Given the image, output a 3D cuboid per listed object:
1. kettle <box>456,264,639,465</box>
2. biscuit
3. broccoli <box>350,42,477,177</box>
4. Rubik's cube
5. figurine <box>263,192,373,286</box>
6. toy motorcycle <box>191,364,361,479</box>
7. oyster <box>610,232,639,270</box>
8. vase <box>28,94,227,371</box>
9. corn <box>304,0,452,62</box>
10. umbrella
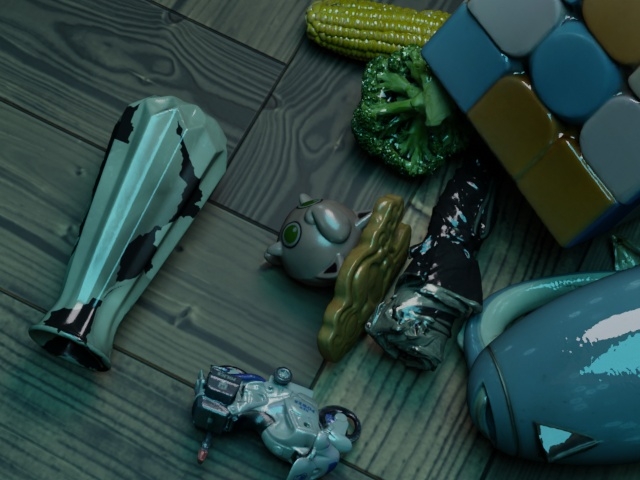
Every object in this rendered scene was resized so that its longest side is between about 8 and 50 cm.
[{"bbox_3d":[0.344,0.150,1.903,0.342,0.247,0.319,-14,35,-4],"label":"kettle"},{"bbox_3d":[0.060,0.053,1.941,0.040,0.144,0.236,12,60,27],"label":"biscuit"},{"bbox_3d":[0.137,-0.180,2.061,0.195,0.156,0.195,1,89,-29],"label":"broccoli"},{"bbox_3d":[0.411,-0.246,1.946,0.347,0.344,0.346,-23,73,-46],"label":"Rubik's cube"},{"bbox_3d":[0.000,0.000,1.969,0.138,0.125,0.125,2,52,45],"label":"figurine"},{"bbox_3d":[-0.062,0.234,1.869,0.221,0.102,0.150,21,43,0],"label":"toy motorcycle"},{"bbox_3d":[0.432,0.033,2.057,0.051,0.034,0.093,-7,76,8],"label":"oyster"},{"bbox_3d":[-0.251,-0.013,1.937,0.165,0.165,0.360,23,68,5],"label":"vase"},{"bbox_3d":[0.119,-0.295,2.146,0.292,0.101,0.101,13,63,2],"label":"corn"},{"bbox_3d":[0.174,0.010,1.991,0.113,0.106,0.357,38,58,-18],"label":"umbrella"}]
